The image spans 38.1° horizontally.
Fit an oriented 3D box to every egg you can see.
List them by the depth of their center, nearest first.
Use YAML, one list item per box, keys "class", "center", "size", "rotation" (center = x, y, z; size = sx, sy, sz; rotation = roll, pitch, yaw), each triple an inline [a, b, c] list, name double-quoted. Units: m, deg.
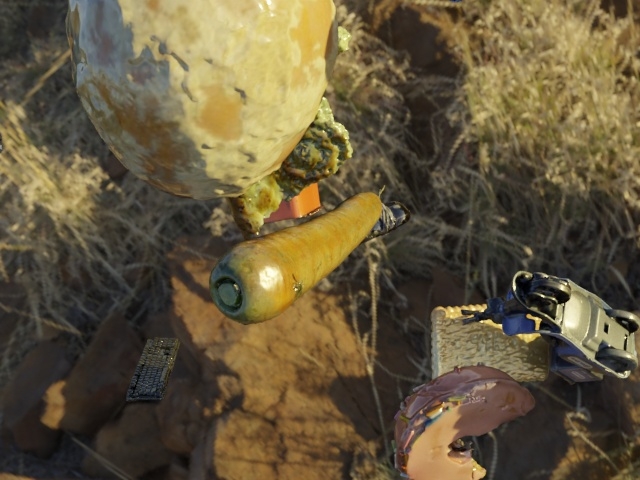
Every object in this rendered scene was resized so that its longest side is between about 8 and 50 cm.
- class: "egg"
  center: [-0.084, -0.137, 0.666]
  size: [0.195, 0.233, 0.195]
  rotation: [4, 41, -3]

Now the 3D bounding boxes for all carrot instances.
- class: "carrot"
  center: [0.000, 0.000, 0.930]
  size: [0.078, 0.078, 0.298]
  rotation: [5, 23, 33]

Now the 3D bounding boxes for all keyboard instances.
- class: "keyboard"
  center: [-0.325, 0.247, 1.820]
  size: [0.072, 0.023, 0.231]
  rotation: [-2, 21, 1]

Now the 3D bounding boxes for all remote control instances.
- class: "remote control"
  center: [0.046, -0.021, 1.730]
  size: [0.266, 0.066, 0.090]
  rotation: [-24, 35, -16]

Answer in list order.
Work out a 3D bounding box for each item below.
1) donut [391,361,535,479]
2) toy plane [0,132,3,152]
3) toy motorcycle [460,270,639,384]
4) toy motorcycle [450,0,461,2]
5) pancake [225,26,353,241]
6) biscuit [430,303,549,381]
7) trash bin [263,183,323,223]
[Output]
- class: "donut"
  center: [0.200, 0.281, 1.410]
  size: [0.233, 0.199, 0.085]
  rotation: [-60, 35, 25]
- class: "toy plane"
  center: [-0.394, -0.101, 0.865]
  size: [0.118, 0.252, 0.252]
  rotation: [8, 59, 20]
- class: "toy motorcycle"
  center: [0.427, 0.156, 1.671]
  size: [0.213, 0.358, 0.125]
  rotation: [-16, 50, 47]
- class: "toy motorcycle"
  center: [0.187, -0.437, 1.436]
  size: [0.114, 0.205, 0.076]
  rotation: [-26, 38, 58]
- class: "pancake"
  center: [-0.049, -0.139, 1.271]
  size: [0.197, 0.376, 0.054]
  rotation: [11, 41, -9]
- class: "biscuit"
  center: [0.330, 0.201, 1.802]
  size: [0.250, 0.160, 0.030]
  rotation: [-2, 1, -17]
- class: "trash bin"
  center: [-0.085, -0.157, 1.714]
  size: [0.161, 0.238, 0.184]
  rotation: [-9, 12, 23]
